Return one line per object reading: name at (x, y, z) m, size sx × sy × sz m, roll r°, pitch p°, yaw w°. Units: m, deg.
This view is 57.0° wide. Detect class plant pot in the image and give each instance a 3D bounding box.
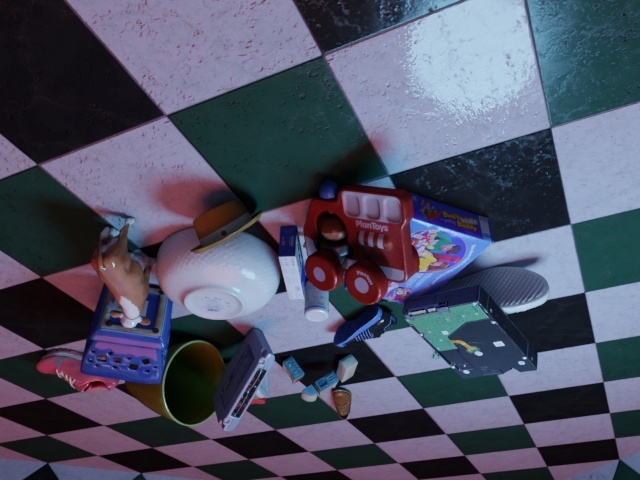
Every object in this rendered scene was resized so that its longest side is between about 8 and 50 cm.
plant pot at (-0.522, 0.472, 2.009) m, size 0.294 × 0.274 × 0.275 m, roll -4°, pitch 147°, yaw 36°
plant pot at (-0.553, 0.255, 1.716) m, size 0.236 × 0.235 × 0.212 m, roll 12°, pitch 135°, yaw -15°

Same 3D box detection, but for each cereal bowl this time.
cereal bowl at (-0.277, 0.114, 1.587) m, size 0.339 × 0.141 × 0.338 m, roll 0°, pitch 143°, yaw 0°

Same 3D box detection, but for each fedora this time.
fedora at (-0.234, -0.043, 1.388) m, size 0.194 × 0.194 × 0.079 m, roll -24°, pitch 100°, yaw 30°

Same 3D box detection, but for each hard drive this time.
hard drive at (0.412, 0.259, 1.617) m, size 0.237 × 0.064 × 0.339 m, roll -20°, pitch 129°, yaw 39°

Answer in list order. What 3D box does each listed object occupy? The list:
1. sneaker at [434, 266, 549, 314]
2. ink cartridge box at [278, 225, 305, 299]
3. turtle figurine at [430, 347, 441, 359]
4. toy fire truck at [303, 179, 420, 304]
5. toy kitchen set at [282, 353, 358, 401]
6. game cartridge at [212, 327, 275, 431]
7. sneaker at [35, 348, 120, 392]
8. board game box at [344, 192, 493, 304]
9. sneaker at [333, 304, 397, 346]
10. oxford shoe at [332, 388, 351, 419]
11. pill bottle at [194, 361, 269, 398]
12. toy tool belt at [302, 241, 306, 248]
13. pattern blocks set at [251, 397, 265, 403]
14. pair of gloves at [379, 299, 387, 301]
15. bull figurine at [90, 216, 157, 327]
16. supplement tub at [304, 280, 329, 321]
sneaker at (0.467, 0.171, 1.660) m, size 0.366 × 0.135 × 0.150 m, roll -10°, pitch 145°, yaw 33°
ink cartridge box at (-0.072, 0.062, 1.545) m, size 0.046 × 0.097 × 0.207 m, roll -2°, pitch 144°, yaw 4°
turtle figurine at (0.451, 0.325, 1.871) m, size 0.175 × 0.118 × 0.234 m, roll -11°, pitch 158°, yaw 36°
toy fire truck at (0.084, -0.014, 1.351) m, size 0.302 × 0.169 × 0.253 m, roll 13°, pitch 120°, yaw 40°
toy kitchen set at (-0.004, 0.445, 2.091) m, size 0.207 × 0.166 × 0.122 m, roll -27°, pitch 152°, yaw -25°
game cartridge at (-0.252, 0.439, 1.899) m, size 0.060 × 0.196 × 0.294 m, roll 26°, pitch 100°, yaw -30°
sneaker at (-0.858, 0.468, 2.080) m, size 0.314 × 0.136 × 0.115 m, roll 2°, pitch 142°, yaw 0°
board game box at (0.240, 0.039, 1.521) m, size 0.234 × 0.078 × 0.347 m, roll 16°, pitch 141°, yaw -19°
sneaker at (0.139, 0.284, 1.851) m, size 0.091 × 0.081 × 0.232 m, roll 31°, pitch 134°, yaw -23°
oxford shoe at (0.091, 0.656, 2.362) m, size 0.076 × 0.076 × 0.212 m, roll -4°, pitch 141°, yaw 10°
pill bottle at (-0.320, 0.506, 2.117) m, size 0.246 × 0.136 × 0.136 m, roll -9°, pitch 142°, yaw 13°
toy tool belt at (0.000, 0.000, 1.509) m, size 0.083 × 0.052 × 0.051 m, roll 9°, pitch 111°, yaw -16°
pattern blocks set at (-0.391, 0.597, 2.334) m, size 0.325 × 0.026 × 0.285 m, roll -1°, pitch 143°, yaw 3°
pair of gloves at (0.182, 0.161, 1.744) m, size 0.074 × 0.010 × 0.083 m, roll -1°, pitch 146°, yaw 1°
bull figurine at (-0.498, 0.088, 1.515) m, size 0.101 × 0.188 × 0.310 m, roll 1°, pitch 143°, yaw 1°
supplement tub at (-0.011, 0.171, 1.681) m, size 0.071 × 0.107 × 0.071 m, roll 1°, pitch 143°, yaw 1°
